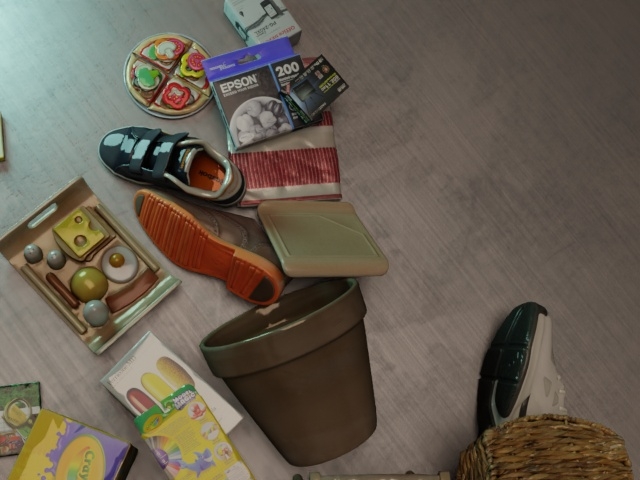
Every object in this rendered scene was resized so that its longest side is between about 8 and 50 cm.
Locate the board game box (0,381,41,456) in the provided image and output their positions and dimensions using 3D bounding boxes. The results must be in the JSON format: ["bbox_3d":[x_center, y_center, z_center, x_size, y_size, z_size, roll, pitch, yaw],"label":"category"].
[{"bbox_3d":[-0.660,0.349,1.712,0.259,0.030,0.136,-6,75,-11],"label":"board game box"}]

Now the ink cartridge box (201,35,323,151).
[{"bbox_3d":[-0.122,-0.318,1.918,0.206,0.045,0.208,-21,88,-16],"label":"ink cartridge box"}]

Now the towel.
[{"bbox_3d":[-0.087,-0.236,1.959,0.237,0.037,0.329,-5,78,-13],"label":"towel"}]

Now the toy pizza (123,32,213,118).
[{"bbox_3d":[-0.322,-0.359,1.951,0.201,0.032,0.201,2,75,-9],"label":"toy pizza"}]

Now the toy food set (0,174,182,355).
[{"bbox_3d":[-0.457,0.046,1.791,0.219,0.092,0.306,-43,86,-16],"label":"toy food set"}]

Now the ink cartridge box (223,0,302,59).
[{"bbox_3d":[-0.127,-0.485,2.000,0.109,0.063,0.150,-34,84,-16],"label":"ink cartridge box"}]

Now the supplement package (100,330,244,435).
[{"bbox_3d":[-0.283,0.309,1.730,0.244,0.134,0.139,42,74,3],"label":"supplement package"}]

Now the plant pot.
[{"bbox_3d":[-0.027,0.259,1.720,0.323,0.323,0.280,-25,97,-15],"label":"plant pot"}]

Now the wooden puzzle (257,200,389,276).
[{"bbox_3d":[0.000,0.000,1.836,0.220,0.044,0.239,0,35,-20],"label":"wooden puzzle"}]

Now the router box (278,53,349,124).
[{"bbox_3d":[-0.013,-0.317,1.905,0.122,0.038,0.092,-45,99,-18],"label":"router box"}]

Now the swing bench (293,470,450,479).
[{"bbox_3d":[0.087,0.511,1.677,0.253,0.255,0.165,2,75,-9],"label":"swing bench"}]

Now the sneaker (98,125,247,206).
[{"bbox_3d":[-0.306,-0.165,1.839,0.321,0.127,0.126,16,81,4],"label":"sneaker"}]

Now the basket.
[{"bbox_3d":[0.404,0.460,1.696,0.299,0.223,0.214,3,54,-14],"label":"basket"}]

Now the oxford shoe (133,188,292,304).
[{"bbox_3d":[-0.215,-0.005,1.852,0.363,0.130,0.133,33,41,6],"label":"oxford shoe"}]

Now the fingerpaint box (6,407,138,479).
[{"bbox_3d":[-0.475,0.525,1.520,0.163,0.371,0.445,23,74,-3],"label":"fingerpaint box"}]

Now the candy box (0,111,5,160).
[{"bbox_3d":[-0.752,-0.204,1.841,0.205,0.027,0.105,-6,74,-11],"label":"candy box"}]

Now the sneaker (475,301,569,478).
[{"bbox_3d":[0.463,0.364,1.850,0.257,0.169,0.448,15,81,-15],"label":"sneaker"}]

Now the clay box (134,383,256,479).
[{"bbox_3d":[-0.224,0.381,1.624,0.127,0.053,0.222,-32,83,-14],"label":"clay box"}]
